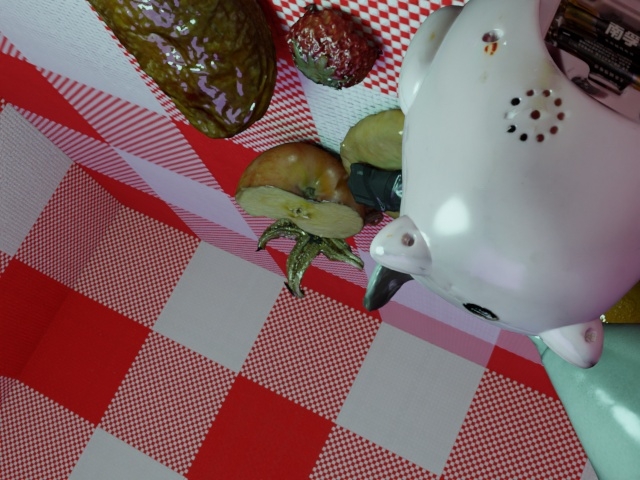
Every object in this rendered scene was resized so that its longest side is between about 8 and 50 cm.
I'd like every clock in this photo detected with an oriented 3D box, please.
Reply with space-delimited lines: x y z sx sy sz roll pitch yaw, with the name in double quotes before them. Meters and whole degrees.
"clock" 0.242 -0.093 0.690 0.368 0.377 0.250 28 162 -2

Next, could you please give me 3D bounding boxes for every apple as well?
"apple" -0.033 -0.130 1.491 0.292 0.163 0.251 17 161 -15

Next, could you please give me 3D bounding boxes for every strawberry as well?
"strawberry" 0.014 -0.285 1.009 0.145 0.086 0.145 27 165 8

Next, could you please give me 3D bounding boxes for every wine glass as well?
"wine glass" 0.277 0.113 0.872 0.406 0.267 0.267 34 169 21

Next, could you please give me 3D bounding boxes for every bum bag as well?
"bum bag" 0.116 -0.094 1.195 0.197 0.049 0.087 19 130 51

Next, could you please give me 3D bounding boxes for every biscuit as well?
"biscuit" 0.239 -0.089 1.255 0.445 0.104 0.429 28 166 -2

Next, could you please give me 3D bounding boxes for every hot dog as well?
"hot dog" -0.224 -0.345 1.075 0.266 0.174 0.388 11 150 41

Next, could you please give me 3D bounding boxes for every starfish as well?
"starfish" 0.002 0.004 1.653 0.312 0.303 0.113 27 167 34

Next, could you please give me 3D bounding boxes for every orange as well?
"orange" 0.577 0.150 1.313 0.206 0.206 0.206 25 166 7
